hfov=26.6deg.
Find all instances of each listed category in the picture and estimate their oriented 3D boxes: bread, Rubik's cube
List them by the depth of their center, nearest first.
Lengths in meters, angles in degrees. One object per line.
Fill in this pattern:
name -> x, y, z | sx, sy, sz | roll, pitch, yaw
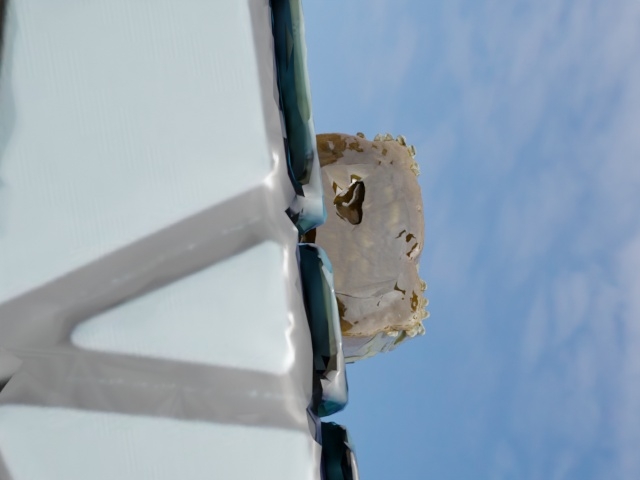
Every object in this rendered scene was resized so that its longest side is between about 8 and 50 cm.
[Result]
Rubik's cube -> -0.166, 0.045, 0.538 | 0.283, 0.294, 0.288 | -179, -100, -71
bread -> 0.000, 0.001, 1.244 | 0.110, 0.192, 0.209 | 114, -23, -70
